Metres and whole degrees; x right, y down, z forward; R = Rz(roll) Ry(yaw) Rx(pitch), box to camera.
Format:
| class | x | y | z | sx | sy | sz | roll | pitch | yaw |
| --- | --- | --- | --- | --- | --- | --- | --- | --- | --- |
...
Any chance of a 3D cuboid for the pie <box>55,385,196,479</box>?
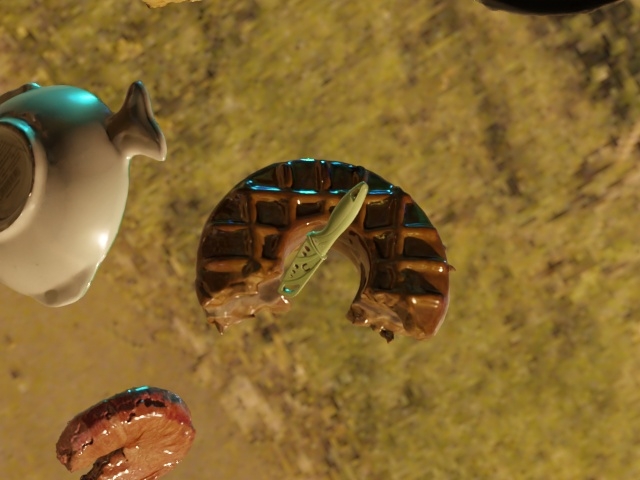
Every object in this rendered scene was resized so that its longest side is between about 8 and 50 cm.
| class | x | y | z | sx | sy | sz | roll | pitch | yaw |
| --- | --- | --- | --- | --- | --- | --- | --- | --- | --- |
| pie | -0.278 | 0.293 | 2.231 | 0.054 | 0.204 | 0.218 | 56 | 2 | 36 |

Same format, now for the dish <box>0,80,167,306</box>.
| class | x | y | z | sx | sy | sz | roll | pitch | yaw |
| --- | --- | --- | --- | --- | --- | --- | --- | --- | --- |
| dish | -0.258 | -0.057 | 1.397 | 0.078 | 0.246 | 0.224 | 14 | 50 | -55 |

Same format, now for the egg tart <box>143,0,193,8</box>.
| class | x | y | z | sx | sy | sz | roll | pitch | yaw |
| --- | --- | --- | --- | --- | --- | --- | --- | --- | --- |
| egg tart | -0.201 | -0.450 | 2.058 | 0.297 | 0.297 | 0.132 | 48 | 11 | -22 |

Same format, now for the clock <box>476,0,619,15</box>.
| class | x | y | z | sx | sy | sz | roll | pitch | yaw |
| --- | --- | --- | --- | --- | --- | --- | --- | --- | --- |
| clock | 0.251 | -0.389 | 1.733 | 0.325 | 0.325 | 0.067 | 42 | 42 | -31 |

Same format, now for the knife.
| class | x | y | z | sx | sy | sz | roll | pitch | yaw |
| --- | --- | --- | --- | --- | --- | --- | --- | --- | --- |
| knife | 0.000 | 0.000 | 1.558 | 0.030 | 0.207 | 0.014 | 40 | 48 | 5 |

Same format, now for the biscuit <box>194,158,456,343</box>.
| class | x | y | z | sx | sy | sz | roll | pitch | yaw |
| --- | --- | --- | --- | --- | --- | --- | --- | --- | --- |
| biscuit | 0.007 | 0.012 | 2.199 | 0.366 | 0.115 | 0.268 | 6 | 65 | -8 |
